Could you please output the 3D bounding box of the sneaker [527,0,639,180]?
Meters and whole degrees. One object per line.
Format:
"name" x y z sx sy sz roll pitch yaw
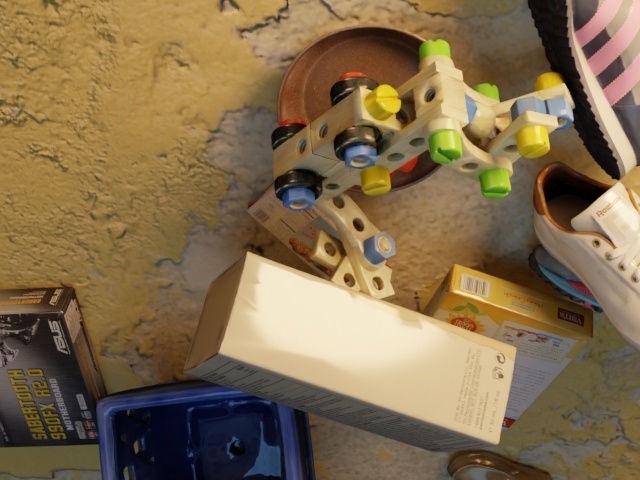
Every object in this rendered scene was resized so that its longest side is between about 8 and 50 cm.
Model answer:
"sneaker" 0.282 -0.219 1.005 0.131 0.112 0.319 -28 121 0

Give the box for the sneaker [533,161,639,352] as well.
"sneaker" 0.312 0.023 1.042 0.106 0.290 0.123 -41 142 -9

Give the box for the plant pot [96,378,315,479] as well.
"plant pot" -0.120 0.276 1.277 0.236 0.212 0.235 -7 91 9

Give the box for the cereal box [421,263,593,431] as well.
"cereal box" 0.192 0.136 1.245 0.173 0.047 0.240 18 140 -7

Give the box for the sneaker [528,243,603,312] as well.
"sneaker" 0.368 0.025 1.173 0.262 0.104 0.125 13 97 5

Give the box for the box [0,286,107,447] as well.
"box" -0.384 0.168 1.350 0.183 0.056 0.231 -3 124 7

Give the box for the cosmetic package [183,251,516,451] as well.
"cosmetic package" 0.029 0.127 1.105 0.310 0.113 0.160 21 160 -15

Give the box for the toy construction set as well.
"toy construction set" 0.079 -0.073 1.053 0.215 0.151 0.327 12 137 -34

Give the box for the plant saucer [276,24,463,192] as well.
"plant saucer" 0.054 -0.142 1.105 0.199 0.036 0.198 2 124 3

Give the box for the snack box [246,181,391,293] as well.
"snack box" 0.000 0.000 1.217 0.064 0.022 0.178 -37 114 25

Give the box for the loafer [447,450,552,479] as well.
"loafer" 0.243 0.325 1.403 0.148 0.050 0.056 12 125 -3
